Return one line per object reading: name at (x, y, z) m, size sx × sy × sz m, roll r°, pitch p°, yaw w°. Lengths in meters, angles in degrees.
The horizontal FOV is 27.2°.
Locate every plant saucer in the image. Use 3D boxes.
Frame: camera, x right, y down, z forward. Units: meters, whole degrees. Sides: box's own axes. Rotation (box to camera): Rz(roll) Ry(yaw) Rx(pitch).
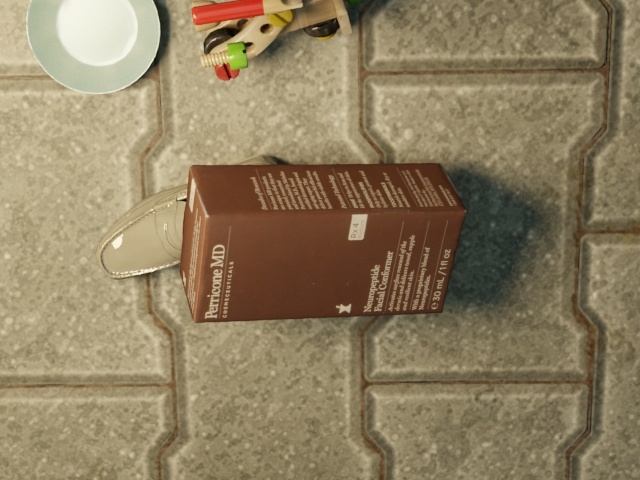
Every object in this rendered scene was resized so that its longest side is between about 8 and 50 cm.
plant saucer at (-0.328, -0.311, 1.926) m, size 0.195 × 0.037 × 0.195 m, roll 0°, pitch 107°, yaw 1°

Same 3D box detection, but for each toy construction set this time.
toy construction set at (-0.056, -0.342, 1.790) m, size 0.237 × 0.309 × 0.257 m, roll -9°, pitch 116°, yaw -1°

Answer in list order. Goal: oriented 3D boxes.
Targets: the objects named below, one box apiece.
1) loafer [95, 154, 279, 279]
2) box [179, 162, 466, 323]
loafer at (-0.198, -0.029, 1.975) m, size 0.319 × 0.111 × 0.112 m, roll -29°, pitch 105°, yaw 10°
box at (0.000, 0.000, 1.896) m, size 0.381 × 0.143 × 0.191 m, roll -1°, pitch 125°, yaw -15°
